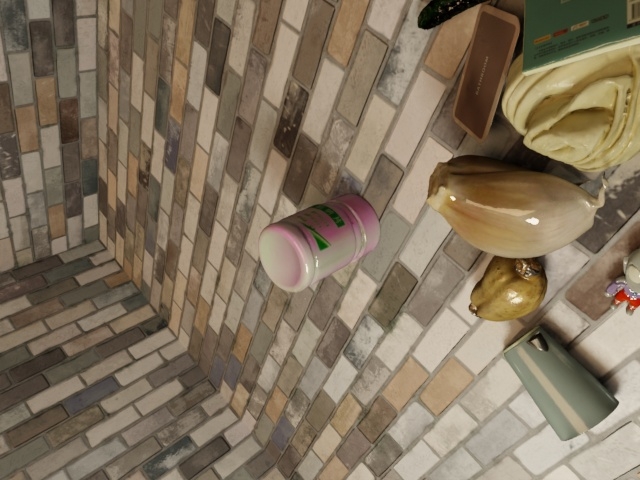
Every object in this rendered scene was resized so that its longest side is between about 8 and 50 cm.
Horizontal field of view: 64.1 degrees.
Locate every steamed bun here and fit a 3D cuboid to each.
[{"bbox_3d":[0.483,-0.265,0.951,0.289,0.203,0.276,55,139,12],"label":"steamed bun"}]

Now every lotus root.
[{"bbox_3d":[0.454,0.109,1.237,0.257,0.140,0.154,121,144,-54],"label":"lotus root"}]

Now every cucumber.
[{"bbox_3d":[0.303,-0.525,1.115,0.245,0.067,0.067,-3,108,49],"label":"cucumber"}]

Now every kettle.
[{"bbox_3d":[0.565,0.343,1.260,0.243,0.160,0.210,54,168,22],"label":"kettle"}]

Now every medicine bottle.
[{"bbox_3d":[0.000,0.000,1.518,0.212,0.325,0.212,25,127,38],"label":"medicine bottle"}]

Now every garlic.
[{"bbox_3d":[0.424,-0.103,1.090,0.340,0.231,0.246,-1,136,31],"label":"garlic"}]

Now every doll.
[{"bbox_3d":[0.662,0.067,1.041,0.102,0.075,0.228,23,139,17],"label":"doll"}]

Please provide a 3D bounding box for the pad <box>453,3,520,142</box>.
[{"bbox_3d":[0.354,-0.362,1.117,0.176,0.002,0.266,-110,23,-53],"label":"pad"}]

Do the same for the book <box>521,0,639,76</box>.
[{"bbox_3d":[0.467,-0.487,0.848,0.264,0.031,0.379,-2,80,47],"label":"book"}]
